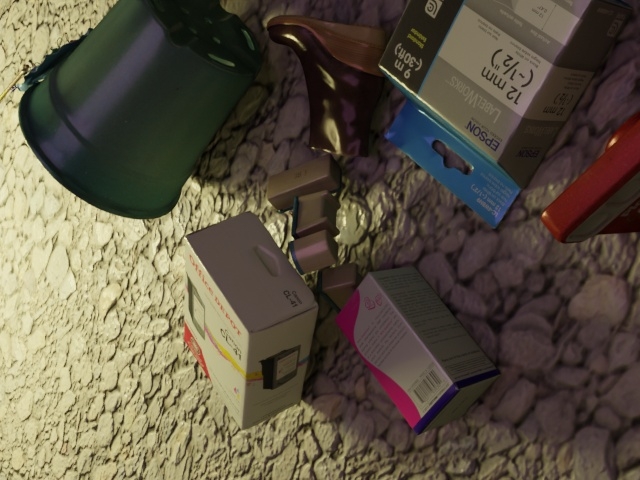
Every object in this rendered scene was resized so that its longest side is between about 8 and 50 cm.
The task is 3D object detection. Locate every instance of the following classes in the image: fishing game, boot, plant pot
[{"bbox_3d":[-0.493,-0.345,1.644,0.189,0.264,0.041,-25,106,48],"label":"fishing game"},{"bbox_3d":[-0.006,-0.250,1.419,0.248,0.090,0.206,19,105,38],"label":"boot"},{"bbox_3d":[-0.300,-0.270,1.561,0.334,0.341,0.341,-44,64,29],"label":"plant pot"}]

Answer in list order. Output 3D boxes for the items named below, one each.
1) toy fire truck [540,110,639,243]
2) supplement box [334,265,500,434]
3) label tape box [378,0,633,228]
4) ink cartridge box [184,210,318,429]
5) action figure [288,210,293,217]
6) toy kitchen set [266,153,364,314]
[{"bbox_3d":[0.398,-0.104,0.921,0.302,0.254,0.169,-48,62,36],"label":"toy fire truck"},{"bbox_3d":[0.139,0.156,1.300,0.220,0.114,0.111,53,127,26],"label":"supplement box"},{"bbox_3d":[0.212,-0.223,1.194,0.249,0.115,0.347,46,121,32],"label":"label tape box"},{"bbox_3d":[-0.125,0.138,1.471,0.226,0.131,0.306,52,152,30],"label":"ink cartridge box"},{"bbox_3d":[-0.030,-0.047,1.507,0.038,0.030,0.115,-26,78,38],"label":"action figure"},{"bbox_3d":[0.000,0.000,1.438,0.122,0.166,0.207,-19,44,24],"label":"toy kitchen set"}]
